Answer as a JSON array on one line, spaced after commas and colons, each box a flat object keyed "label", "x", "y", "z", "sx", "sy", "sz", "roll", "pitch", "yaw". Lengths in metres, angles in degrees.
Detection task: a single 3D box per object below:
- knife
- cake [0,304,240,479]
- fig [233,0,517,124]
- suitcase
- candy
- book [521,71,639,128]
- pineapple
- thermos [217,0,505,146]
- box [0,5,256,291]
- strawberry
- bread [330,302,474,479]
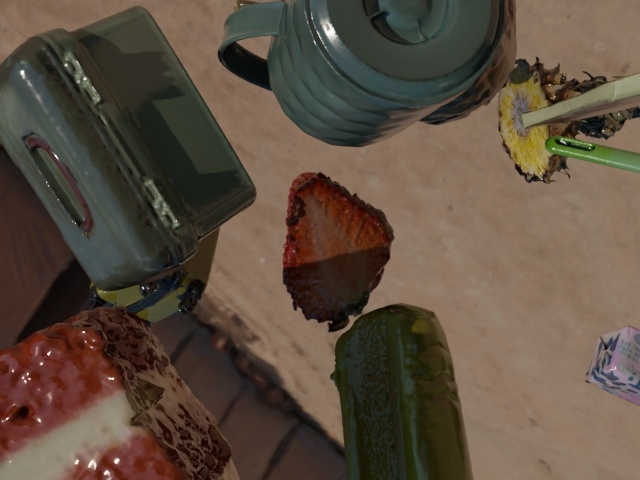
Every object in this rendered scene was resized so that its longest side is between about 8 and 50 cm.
[{"label": "knife", "x": 0.320, "y": -0.067, "z": 0.890, "sx": 0.212, "sy": 0.054, "sz": 0.015, "roll": 17, "pitch": 140, "yaw": 22}, {"label": "cake", "x": -0.231, "y": 0.250, "z": 0.893, "sx": 0.319, "sy": 0.270, "sz": 0.269, "roll": 58, "pitch": 180, "yaw": 1}, {"label": "fig", "x": 0.068, "y": -0.301, "z": 1.173, "sx": 0.369, "sy": 0.286, "sz": 0.286, "roll": 9, "pitch": 153, "yaw": 18}, {"label": "suitcase", "x": -0.266, "y": 0.016, "z": 1.439, "sx": 0.143, "sy": 0.234, "sz": 0.194, "roll": 30, "pitch": 141, "yaw": -29}, {"label": "candy", "x": 0.423, "y": 0.174, "z": 1.153, "sx": 0.160, "sy": 0.073, "sz": 0.092, "roll": 26, "pitch": 164, "yaw": -3}, {"label": "book", "x": 0.231, "y": -0.105, "z": 0.629, "sx": 0.199, "sy": 0.139, "sz": 0.016, "roll": -144, "pitch": 42, "yaw": -87}, {"label": "pineapple", "x": 0.519, "y": -0.254, "z": 1.794, "sx": 0.262, "sy": 0.272, "sz": 0.262, "roll": 167, "pitch": 90, "yaw": -79}, {"label": "thermos", "x": 0.015, "y": -0.150, "z": 0.732, "sx": 0.182, "sy": 0.144, "sz": 0.286, "roll": 13, "pitch": 172, "yaw": -12}, {"label": "box", "x": -0.162, "y": -0.073, "z": 0.744, "sx": 0.148, "sy": 0.129, "sz": 0.210, "roll": -19, "pitch": 103, "yaw": 58}, {"label": "strawberry", "x": 0.006, "y": -0.002, "z": 1.226, "sx": 0.107, "sy": 0.175, "sz": 0.235, "roll": 38, "pitch": 134, "yaw": 49}, {"label": "bread", "x": 0.108, "y": 0.265, "z": 1.064, "sx": 0.112, "sy": 0.383, "sz": 0.166, "roll": 8, "pitch": 156, "yaw": -37}]
